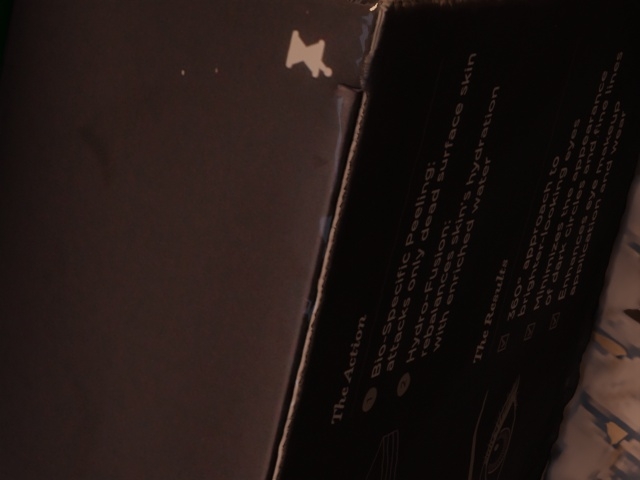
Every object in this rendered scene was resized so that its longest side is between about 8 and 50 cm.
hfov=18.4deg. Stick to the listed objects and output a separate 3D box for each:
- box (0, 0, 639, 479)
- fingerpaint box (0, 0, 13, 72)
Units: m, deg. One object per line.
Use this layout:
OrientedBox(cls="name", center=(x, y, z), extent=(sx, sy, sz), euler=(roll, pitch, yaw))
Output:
OrientedBox(cls="box", center=(0.000, 0.000, 0.474), extent=(0.093, 0.158, 0.156), euler=(23, 110, 27))
OrientedBox(cls="fingerpaint box", center=(-0.255, -0.167, 0.472), extent=(0.445, 0.371, 0.163), euler=(34, 117, 23))
